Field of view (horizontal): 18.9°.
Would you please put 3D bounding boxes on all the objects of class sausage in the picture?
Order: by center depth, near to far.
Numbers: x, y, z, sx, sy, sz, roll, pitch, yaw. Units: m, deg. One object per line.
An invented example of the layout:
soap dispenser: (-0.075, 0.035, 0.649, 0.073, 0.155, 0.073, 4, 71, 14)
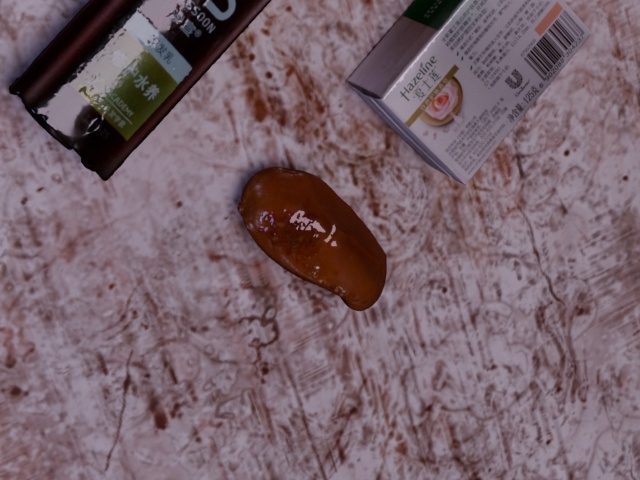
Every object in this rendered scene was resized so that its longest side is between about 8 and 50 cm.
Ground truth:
sausage: (0.000, 0.000, 1.799, 0.179, 0.089, 0.089, 40, 87, -30)

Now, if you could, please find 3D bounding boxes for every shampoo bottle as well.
shampoo bottle: (-0.120, -0.207, 1.666, 0.323, 0.084, 0.129, -47, 124, -6)

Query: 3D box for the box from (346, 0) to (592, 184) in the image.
box: (0.142, -0.173, 1.816, 0.199, 0.081, 0.135, -50, 121, -6)
